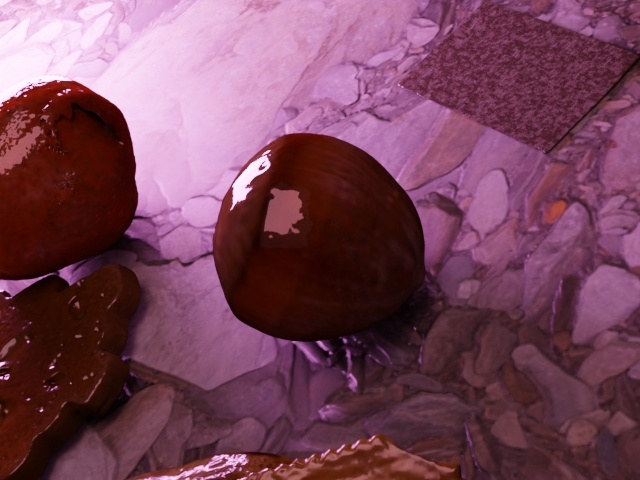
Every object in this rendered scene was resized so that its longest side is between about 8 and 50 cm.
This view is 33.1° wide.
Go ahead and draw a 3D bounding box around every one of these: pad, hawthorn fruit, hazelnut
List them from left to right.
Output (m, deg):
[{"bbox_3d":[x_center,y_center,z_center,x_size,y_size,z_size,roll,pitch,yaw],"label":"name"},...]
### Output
[{"bbox_3d":[-0.341,-0.045,1.221,0.299,0.211,0.211,-41,44,-16],"label":"hawthorn fruit"},{"bbox_3d":[0.000,0.000,1.022,0.214,0.176,0.214,1,62,-3],"label":"hazelnut"},{"bbox_3d":[0.214,-0.187,1.192,0.158,0.003,0.235,-44,45,-13],"label":"pad"}]

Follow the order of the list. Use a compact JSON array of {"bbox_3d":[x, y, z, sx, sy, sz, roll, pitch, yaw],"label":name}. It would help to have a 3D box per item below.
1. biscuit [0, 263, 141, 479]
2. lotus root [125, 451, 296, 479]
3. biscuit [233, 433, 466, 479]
[{"bbox_3d":[-0.326,0.131,1.170,0.302,0.043,0.278,10,59,36],"label":"biscuit"},{"bbox_3d":[-0.102,0.242,0.914,0.259,0.097,0.110,-15,49,22],"label":"lotus root"},{"bbox_3d":[0.017,0.274,0.807,0.237,0.013,0.232,-20,71,8],"label":"biscuit"}]
